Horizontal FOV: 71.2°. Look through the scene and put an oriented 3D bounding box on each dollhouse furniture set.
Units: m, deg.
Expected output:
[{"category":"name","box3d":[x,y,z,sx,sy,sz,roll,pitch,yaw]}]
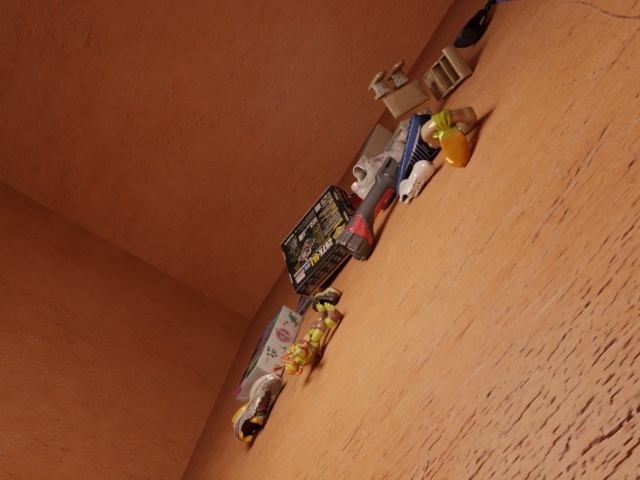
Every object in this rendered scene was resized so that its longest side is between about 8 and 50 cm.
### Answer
[{"category":"dollhouse furniture set","box3d":[0.314,-0.471,1.383,0.242,0.212,0.161,-33,-2,-15]}]

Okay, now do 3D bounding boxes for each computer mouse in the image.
[{"category":"computer mouse","box3d":[0.554,-0.757,1.518,0.262,0.060,0.184,-50,-4,-35]}]

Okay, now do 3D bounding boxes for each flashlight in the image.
[{"category":"flashlight","box3d":[0.163,-0.089,1.308,0.304,0.103,0.103,-56,-18,-13]}]

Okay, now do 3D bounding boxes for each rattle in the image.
[{"category":"rattle","box3d":[0.307,-0.214,1.043,0.130,0.142,0.199,-28,-13,-5]}]

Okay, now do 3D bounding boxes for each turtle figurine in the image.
[{"category":"turtle figurine","box3d":[-0.027,0.267,1.156,0.217,0.087,0.269,-54,-4,-19]}]

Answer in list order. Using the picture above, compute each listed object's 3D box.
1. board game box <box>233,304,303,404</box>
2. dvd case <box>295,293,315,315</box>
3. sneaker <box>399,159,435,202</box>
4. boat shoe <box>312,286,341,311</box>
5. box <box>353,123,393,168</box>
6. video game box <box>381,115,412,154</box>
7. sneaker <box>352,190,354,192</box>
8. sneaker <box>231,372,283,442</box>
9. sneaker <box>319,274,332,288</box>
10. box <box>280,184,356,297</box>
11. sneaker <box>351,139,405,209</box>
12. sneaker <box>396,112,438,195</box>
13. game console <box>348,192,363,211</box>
[{"category":"board game box","box3d":[-0.186,0.421,1.634,0.224,0.098,0.303,-54,7,35]},{"category":"dvd case","box3d":[-0.059,0.236,1.836,0.164,0.018,0.221,-56,7,26]},{"category":"sneaker","box3d":[0.246,-0.146,1.140,0.152,0.054,0.061,120,168,-59]},{"category":"boat shoe","box3d":[0.008,0.189,1.367,0.049,0.056,0.152,-58,4,-38]},{"category":"box","box3d":[0.252,-0.424,2.129,0.113,0.094,0.275,-51,10,51]},{"category":"video game box","box3d":[0.303,-0.383,1.766,0.205,0.048,0.187,-59,5,8]},{"category":"sneaker","box3d":[0.174,-0.254,2.199,0.031,0.037,0.083,-59,5,19]},{"category":"sneaker","box3d":[-0.177,0.501,1.338,0.225,0.088,0.093,-59,27,0]},{"category":"sneaker","box3d":[0.037,0.073,1.641,0.087,0.083,0.221,30,-103,-57]},{"category":"box","box3d":[0.000,0.000,1.569,0.322,0.079,0.257,-49,40,23]},{"category":"sneaker","box3d":[0.199,-0.243,1.459,0.305,0.152,0.114,-62,5,-35]},{"category":"sneaker","box3d":[0.269,-0.225,1.218,0.081,0.091,0.232,-76,-3,-65]},{"category":"game console","box3d":[0.154,-0.145,1.716,0.144,0.085,0.124,-26,-12,21]}]
